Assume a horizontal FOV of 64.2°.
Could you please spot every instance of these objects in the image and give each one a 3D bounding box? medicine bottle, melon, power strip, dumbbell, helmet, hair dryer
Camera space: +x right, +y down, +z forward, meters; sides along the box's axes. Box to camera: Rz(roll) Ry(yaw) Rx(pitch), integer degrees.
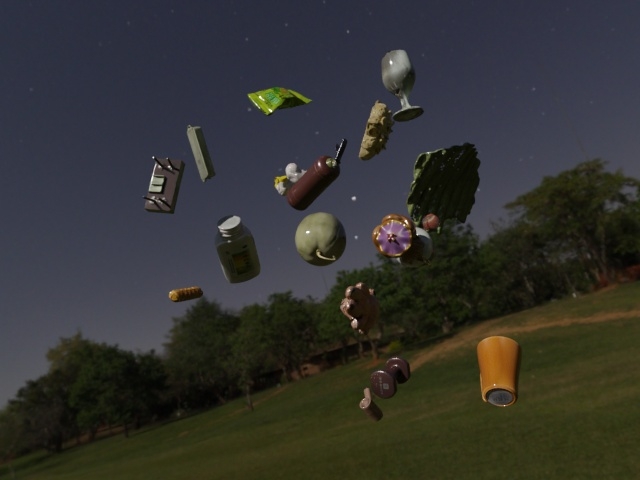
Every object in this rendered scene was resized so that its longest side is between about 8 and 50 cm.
[{"bbox_3d":[-0.394,0.041,2.394,0.179,0.124,0.324,-17,-54,-12],"label":"medicine bottle"},{"bbox_3d":[0.003,-0.007,2.501,0.271,0.272,0.308,-25,6,28],"label":"melon"},{"bbox_3d":[-0.564,-0.413,2.412,0.052,0.272,0.078,-18,2,-37],"label":"power strip"},{"bbox_3d":[0.337,0.652,2.442,0.124,0.140,0.225,-5,7,31],"label":"dumbbell"},{"bbox_3d":[0.429,-0.076,2.016,0.084,0.049,0.065,-14,32,51],"label":"helmet"},{"bbox_3d":[0.236,0.763,2.433,0.064,0.117,0.182,-35,23,14],"label":"hair dryer"}]

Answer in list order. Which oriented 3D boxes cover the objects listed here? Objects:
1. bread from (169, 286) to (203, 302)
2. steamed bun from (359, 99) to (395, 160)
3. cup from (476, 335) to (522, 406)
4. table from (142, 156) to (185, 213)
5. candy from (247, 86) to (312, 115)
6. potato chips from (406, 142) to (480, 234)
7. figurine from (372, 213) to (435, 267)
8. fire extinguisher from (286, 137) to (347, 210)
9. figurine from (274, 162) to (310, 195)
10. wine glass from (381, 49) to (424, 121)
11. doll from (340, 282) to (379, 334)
[{"bbox_3d":[-0.529,0.212,2.015,0.044,0.052,0.157,-51,-22,23],"label":"bread"},{"bbox_3d":[0.282,-0.524,2.494,0.137,0.292,0.295,20,-4,1],"label":"steamed bun"},{"bbox_3d":[0.721,0.544,2.087,0.182,0.264,0.226,23,-50,1],"label":"cup"},{"bbox_3d":[-0.683,-0.248,2.196,0.121,0.240,0.111,4,-16,11],"label":"table"},{"bbox_3d":[-0.168,-0.596,2.139,0.246,0.149,0.069,-22,-35,-40],"label":"candy"},{"bbox_3d":[0.538,-0.227,2.132,0.373,0.097,0.389,-16,-57,-24],"label":"potato chips"},{"bbox_3d":[0.269,0.006,1.635,0.142,0.189,0.263,-53,-38,10],"label":"figurine"},{"bbox_3d":[-0.003,-0.252,1.923,0.102,0.138,0.344,25,-40,-21],"label":"fire extinguisher"},{"bbox_3d":[-0.108,-0.254,2.149,0.178,0.129,0.109,-47,-5,-28],"label":"figurine"},{"bbox_3d":[0.298,-0.568,1.878,0.126,0.241,0.126,-10,-10,-2],"label":"wine glass"},{"bbox_3d":[0.136,0.266,2.094,0.156,0.201,0.303,4,-18,28],"label":"doll"}]
